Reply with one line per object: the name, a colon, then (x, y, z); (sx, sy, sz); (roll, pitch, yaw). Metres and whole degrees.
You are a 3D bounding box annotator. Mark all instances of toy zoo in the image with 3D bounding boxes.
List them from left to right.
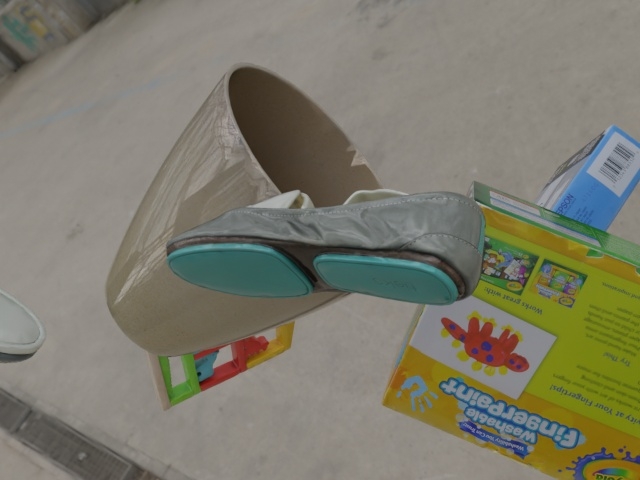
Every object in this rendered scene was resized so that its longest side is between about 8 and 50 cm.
toy zoo: (-0.147, 0.150, 1.178); (0.293, 0.192, 0.030); (-23, 43, -24)

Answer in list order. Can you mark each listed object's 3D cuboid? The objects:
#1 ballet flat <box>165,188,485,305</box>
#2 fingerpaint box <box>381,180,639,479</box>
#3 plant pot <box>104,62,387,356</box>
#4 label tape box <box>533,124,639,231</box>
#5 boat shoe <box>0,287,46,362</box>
ballet flat: (0.000, 0.000, 0.443); (0.213, 0.072, 0.068); (2, 55, 30)
fingerpaint box: (0.373, 0.164, 1.115); (0.163, 0.445, 0.370); (-54, -16, -70)
plant pot: (-0.096, 0.000, 0.749); (0.274, 0.256, 0.256); (-37, 31, 24)
label tape box: (0.505, -0.059, 1.487); (0.249, 0.115, 0.347); (-51, -1, -18)
boat shoe: (-0.520, 0.103, 0.913); (0.116, 0.320, 0.099); (-92, 23, -61)
